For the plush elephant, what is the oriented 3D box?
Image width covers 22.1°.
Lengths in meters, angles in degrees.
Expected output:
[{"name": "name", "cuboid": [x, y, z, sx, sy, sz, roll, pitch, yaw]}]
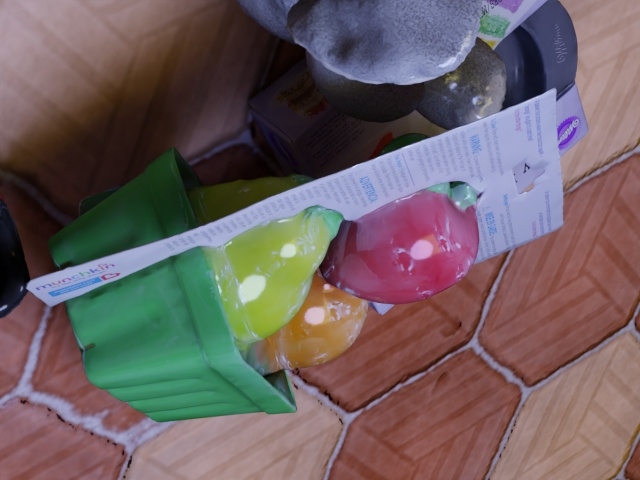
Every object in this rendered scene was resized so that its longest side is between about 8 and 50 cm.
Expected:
[{"name": "plush elephant", "cuboid": [0.061, -0.208, 1.043, 0.330, 0.255, 0.272, 4, 95, -35]}]

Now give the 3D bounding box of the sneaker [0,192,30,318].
[{"name": "sneaker", "cuboid": [-0.266, -0.034, 0.992, 0.097, 0.135, 0.276, -42, 140, -1]}]

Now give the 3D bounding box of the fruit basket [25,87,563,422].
[{"name": "fruit basket", "cuboid": [0.000, 0.000, 1.159, 0.353, 0.165, 0.327, -26, 163, 3]}]

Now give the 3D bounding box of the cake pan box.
[{"name": "cake pan box", "cuboid": [0.093, -0.102, 1.337, 0.267, 0.070, 0.245, -40, 142, -12]}]
